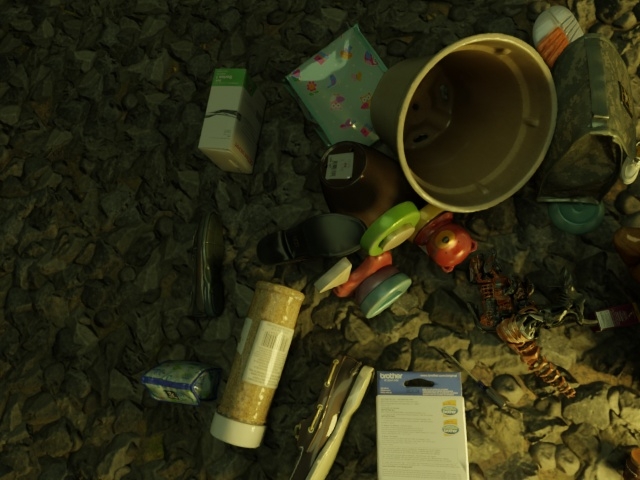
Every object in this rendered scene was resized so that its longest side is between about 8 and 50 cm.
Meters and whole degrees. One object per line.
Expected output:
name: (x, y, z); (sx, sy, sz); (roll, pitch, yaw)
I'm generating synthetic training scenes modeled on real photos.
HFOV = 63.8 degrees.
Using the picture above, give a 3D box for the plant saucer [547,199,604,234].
plant saucer: (0.577, -0.073, 1.156); (0.120, 0.021, 0.119); (-3, 75, 12)

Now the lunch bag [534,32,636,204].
lunch bag: (0.544, -0.241, 1.056); (0.169, 0.287, 0.235); (3, 69, 13)

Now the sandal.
sandal: (0.590, -0.423, 1.224); (0.102, 0.076, 0.265); (-30, 92, 18)

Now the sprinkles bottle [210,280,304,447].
sprinkles bottle: (-0.139, 0.274, 1.167); (0.121, 0.121, 0.355); (14, 78, 15)

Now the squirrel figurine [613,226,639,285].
squirrel figurine: (0.689, 0.188, 0.869); (0.281, 0.397, 0.370); (-9, 48, 30)

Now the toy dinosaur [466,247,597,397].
toy dinosaur: (0.442, 0.159, 1.085); (0.219, 0.164, 0.321); (-30, 90, 18)

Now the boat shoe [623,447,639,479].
boat shoe: (0.691, 0.455, 0.976); (0.207, 0.073, 0.073); (10, 116, 18)

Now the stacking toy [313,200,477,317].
stacking toy: (0.161, 0.057, 1.060); (0.309, 0.280, 0.130); (-46, 69, 20)

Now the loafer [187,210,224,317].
loafer: (-0.294, 0.059, 1.274); (0.084, 0.096, 0.267); (-8, 76, 16)

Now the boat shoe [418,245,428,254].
boat shoe: (0.228, -0.016, 1.206); (0.049, 0.040, 0.142); (-45, 70, 13)

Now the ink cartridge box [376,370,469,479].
ink cartridge box: (0.212, 0.434, 1.082); (0.186, 0.065, 0.310); (-3, 77, 11)

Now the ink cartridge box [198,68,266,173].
ink cartridge box: (-0.220, -0.299, 1.312); (0.093, 0.160, 0.219); (6, 77, 15)

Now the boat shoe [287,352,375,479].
boat shoe: (0.004, 0.403, 1.109); (0.097, 0.116, 0.324); (24, 78, 21)

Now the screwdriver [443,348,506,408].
screwdriver: (0.332, 0.298, 1.119); (0.024, 0.025, 0.170); (-46, 63, -2)

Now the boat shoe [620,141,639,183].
boat shoe: (0.701, -0.175, 1.149); (0.035, 0.035, 0.100); (24, 82, 17)

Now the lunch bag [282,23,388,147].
lunch bag: (0.069, -0.349, 1.263); (0.223, 0.160, 0.262); (-38, 104, 0)

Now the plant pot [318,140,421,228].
plant pot: (0.089, -0.121, 1.141); (0.216, 0.230, 0.215); (-8, 70, 23)

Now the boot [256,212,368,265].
boot: (0.000, 0.000, 1.150); (0.263, 0.229, 0.091); (-10, 87, 18)

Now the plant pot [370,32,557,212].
plant pot: (0.261, -0.265, 1.097); (0.334, 0.305, 0.333); (-6, 113, -14)

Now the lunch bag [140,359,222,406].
lunch bag: (-0.316, 0.324, 1.176); (0.129, 0.151, 0.096); (4, 76, 12)

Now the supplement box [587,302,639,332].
supplement box: (0.612, 0.161, 1.070); (0.084, 0.055, 0.043); (-14, 74, 9)
